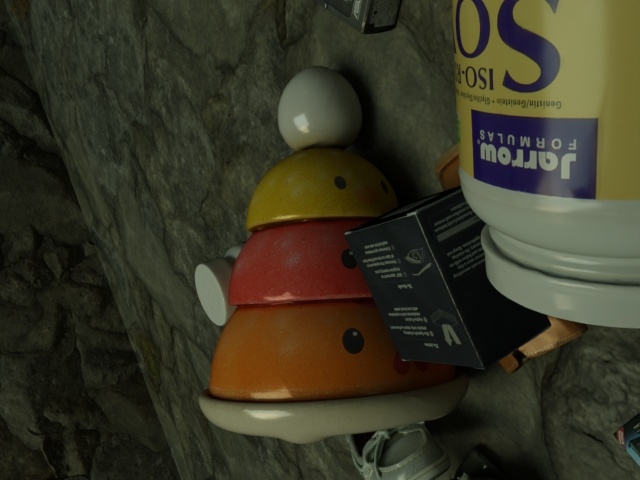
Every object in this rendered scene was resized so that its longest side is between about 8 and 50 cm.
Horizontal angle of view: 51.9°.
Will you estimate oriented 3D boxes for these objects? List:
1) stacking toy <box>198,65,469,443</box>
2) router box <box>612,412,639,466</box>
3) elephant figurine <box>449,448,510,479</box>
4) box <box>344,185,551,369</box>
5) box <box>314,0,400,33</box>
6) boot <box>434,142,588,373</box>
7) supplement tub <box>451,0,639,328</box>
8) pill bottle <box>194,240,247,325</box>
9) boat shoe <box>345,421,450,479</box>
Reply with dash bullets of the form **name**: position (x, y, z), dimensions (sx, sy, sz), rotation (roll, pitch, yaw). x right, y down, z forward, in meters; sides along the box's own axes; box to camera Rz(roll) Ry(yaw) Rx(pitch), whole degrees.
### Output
- **stacking toy**: position (0.000, 0.000, 0.879), dimensions (0.350, 0.350, 0.480), rotation (-13, 81, 59)
- **router box**: position (0.354, 0.192, 0.626), dimensions (0.092, 0.038, 0.122), rotation (53, 145, 25)
- **elephant figurine**: position (0.192, 0.375, 0.894), dimensions (0.239, 0.169, 0.186), rotation (-170, 93, -72)
- **box**: position (0.121, 0.036, 0.664), dimensions (0.158, 0.093, 0.156), rotation (66, 157, -4)
- **box**: position (0.036, -0.391, 0.779), dimensions (0.183, 0.056, 0.231), rotation (47, 142, 35)
- **boot**: position (0.201, 0.010, 0.694), dimensions (0.220, 0.109, 0.283), rotation (59, 149, 20)
- **supplement tub**: position (0.215, -0.132, 0.465), dimensions (0.241, 0.241, 0.331), rotation (20, 123, 52)
- **pill bottle**: position (-0.080, 0.051, 1.051), dimensions (0.121, 0.221, 0.121), rotation (34, 134, 45)
- **boat shoe**: position (0.092, 0.290, 0.947), dimensions (0.103, 0.118, 0.320), rotation (57, 174, 1)
